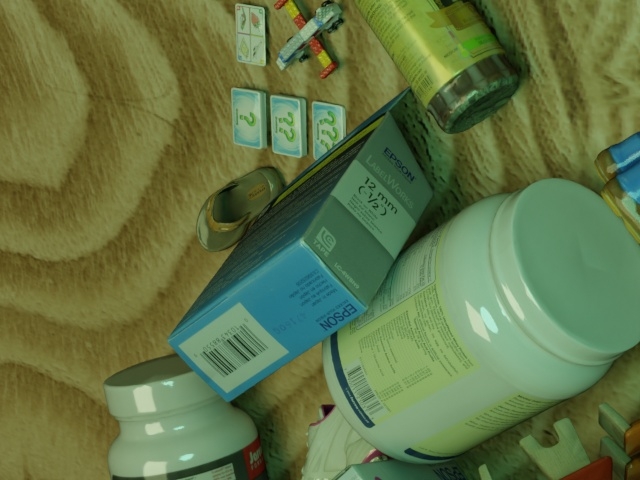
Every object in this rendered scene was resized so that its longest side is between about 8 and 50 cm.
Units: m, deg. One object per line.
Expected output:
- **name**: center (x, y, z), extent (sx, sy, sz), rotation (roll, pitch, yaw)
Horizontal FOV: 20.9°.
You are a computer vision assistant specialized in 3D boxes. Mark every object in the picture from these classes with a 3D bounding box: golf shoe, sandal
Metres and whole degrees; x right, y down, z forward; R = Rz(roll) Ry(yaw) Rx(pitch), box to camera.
- **golf shoe**: center (0.025, 0.294, 2.233), extent (0.306, 0.115, 0.140), rotation (-54, 52, 38)
- **sandal**: center (-0.116, -0.041, 2.276), extent (0.180, 0.049, 0.072), rotation (-35, 80, 45)

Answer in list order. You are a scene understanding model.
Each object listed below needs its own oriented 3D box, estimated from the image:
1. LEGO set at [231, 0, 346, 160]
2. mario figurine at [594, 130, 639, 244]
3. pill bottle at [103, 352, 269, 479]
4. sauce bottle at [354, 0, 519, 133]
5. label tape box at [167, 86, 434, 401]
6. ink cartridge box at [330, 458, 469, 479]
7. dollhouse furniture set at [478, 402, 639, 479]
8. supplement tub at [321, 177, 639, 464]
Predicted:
- **LEGO set**: center (-0.051, -0.219, 2.147), extent (0.182, 0.060, 0.244), rotation (14, 114, 37)
- **mario figurine**: center (0.426, -0.106, 1.637), extent (0.320, 0.170, 0.198), rotation (-38, 56, 22)
- **pill bottle**: center (-0.170, 0.345, 2.353), extent (0.210, 0.210, 0.363), rotation (-4, 101, 45)
- **sauce bottle**: center (0.089, -0.284, 1.944), extent (0.344, 0.111, 0.111), rotation (56, 135, 12)
- **label tape box**: center (0.000, 0.000, 1.995), extent (0.115, 0.348, 0.249), rotation (47, 129, -8)
- **ink cartridge box**: center (0.170, 0.389, 1.965), extent (0.071, 0.324, 0.330), rotation (-43, 72, 14)
- **dollhouse furniture set**: center (0.276, 0.311, 1.869), extent (0.135, 0.262, 0.259), rotation (58, 168, 35)
- **supplement tub**: center (0.179, 0.090, 1.899), extent (0.325, 0.235, 0.235), rotation (-35, 79, 45)
